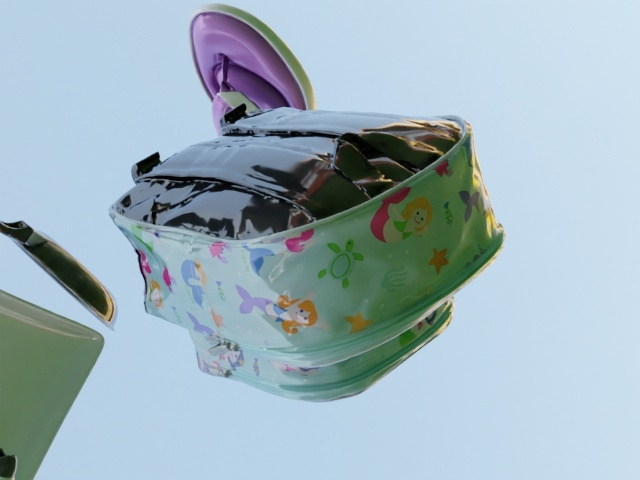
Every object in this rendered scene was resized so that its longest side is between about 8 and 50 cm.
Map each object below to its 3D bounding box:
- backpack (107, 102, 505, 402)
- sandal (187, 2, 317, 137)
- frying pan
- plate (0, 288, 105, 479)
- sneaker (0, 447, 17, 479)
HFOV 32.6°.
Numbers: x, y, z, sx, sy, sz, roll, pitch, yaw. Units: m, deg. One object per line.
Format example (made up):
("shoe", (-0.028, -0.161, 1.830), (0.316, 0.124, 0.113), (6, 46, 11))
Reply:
("backpack", (0.000, 0.000, 0.787), (0.225, 0.253, 0.191), (-32, -71, -34))
("sandal", (-0.083, -0.143, 1.546), (0.416, 0.169, 0.102), (70, -146, -41))
("frying pan", (-0.388, 0.008, 1.482), (0.053, 0.197, 0.326), (-48, -62, -12))
("plate", (-0.433, 0.181, 1.291), (0.277, 0.045, 0.278), (30, -95, -34))
("sneaker", (-0.338, 0.218, 1.102), (0.035, 0.083, 0.031), (-69, -16, -3))
